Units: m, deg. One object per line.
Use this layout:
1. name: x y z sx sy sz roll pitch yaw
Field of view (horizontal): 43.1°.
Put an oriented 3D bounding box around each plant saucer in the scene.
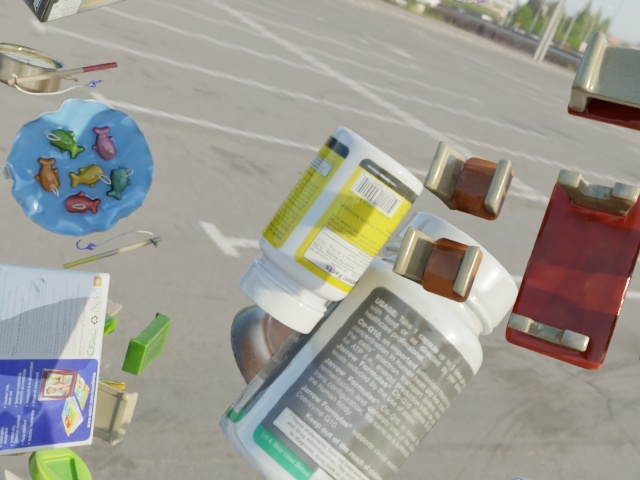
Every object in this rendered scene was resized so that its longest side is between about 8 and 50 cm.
1. plant saucer: -0.015 0.216 1.370 0.311 0.050 0.310 36 25 -20

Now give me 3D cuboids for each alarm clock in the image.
1. alarm clock: -0.550 -0.312 1.469 0.129 0.064 0.192 33 18 28

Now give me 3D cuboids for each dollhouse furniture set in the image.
1. dollhouse furniture set: -0.503 0.302 1.909 0.198 0.301 0.151 21 20 4
2. dollhouse furniture set: 0.232 -0.025 0.677 0.262 0.259 0.135 19 -3 23

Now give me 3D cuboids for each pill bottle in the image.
1. pill bottle: 0.065 0.152 0.988 0.204 0.361 0.204 40 -10 8
2. pill bottle: 0.007 -0.010 0.891 0.119 0.208 0.119 36 5 -3

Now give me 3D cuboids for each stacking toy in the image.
1. stacking toy: -0.584 0.406 1.478 0.279 0.130 0.309 49 9 17

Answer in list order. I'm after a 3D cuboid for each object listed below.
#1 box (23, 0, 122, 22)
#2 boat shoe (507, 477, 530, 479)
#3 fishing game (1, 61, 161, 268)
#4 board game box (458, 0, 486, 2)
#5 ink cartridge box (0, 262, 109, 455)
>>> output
1. box: -0.322 -0.399 1.075 0.183 0.056 0.231 51 47 4
2. boat shoe: 0.344 0.609 1.660 0.302 0.094 0.109 -35 49 -29
3. fishing game: -0.308 -0.091 1.047 0.189 0.264 0.041 -13 23 -19
4. board game box: 0.220 -0.364 1.041 0.133 0.169 0.033 24 44 -38
5. ink cartridge box: -0.491 0.189 1.315 0.072 0.303 0.307 3 -5 37
